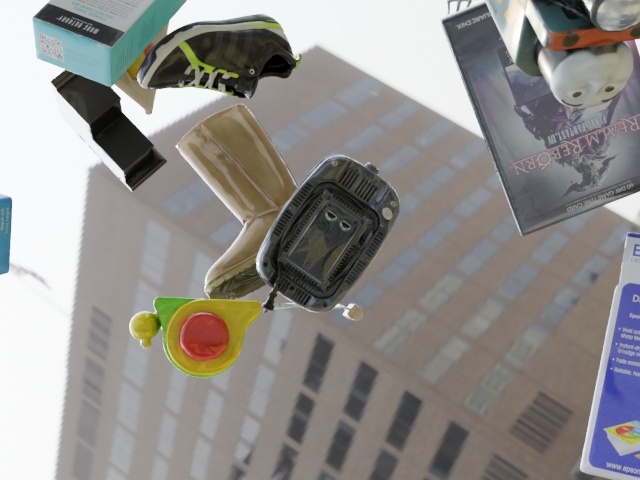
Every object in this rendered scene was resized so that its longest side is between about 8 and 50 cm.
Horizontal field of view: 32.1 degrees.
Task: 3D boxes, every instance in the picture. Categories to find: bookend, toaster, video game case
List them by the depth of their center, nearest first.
[{"bbox_3d":[0.276,-0.163,1.279,0.196,0.274,0.026,-21,15,6],"label":"video game case"},{"bbox_3d":[0.000,0.000,1.420,0.227,0.129,0.146,-57,4,-2],"label":"toaster"},{"bbox_3d":[-0.299,-0.167,1.586,0.072,0.156,0.157,-43,-5,-14],"label":"bookend"}]

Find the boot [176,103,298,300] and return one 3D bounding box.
[{"bbox_3d":[-0.138,-0.058,1.708,0.236,0.269,0.089,-29,-24,-23],"label":"boot"}]

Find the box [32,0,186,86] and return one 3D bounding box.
[{"bbox_3d":[-0.223,-0.284,1.288,0.060,0.101,0.244,100,-164,-49],"label":"box"}]

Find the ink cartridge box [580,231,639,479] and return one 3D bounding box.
[{"bbox_3d":[0.495,0.165,1.339,0.072,0.304,0.307,35,-113,-63],"label":"ink cartridge box"}]

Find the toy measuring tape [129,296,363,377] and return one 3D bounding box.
[{"bbox_3d":[-0.105,0.140,1.585,0.121,0.330,0.121,-178,90,-80],"label":"toy measuring tape"}]

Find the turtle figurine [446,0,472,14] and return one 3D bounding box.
[{"bbox_3d":[0.261,-0.342,1.522,0.118,0.175,0.234,-8,-68,-36],"label":"turtle figurine"}]

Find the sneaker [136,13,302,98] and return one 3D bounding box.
[{"bbox_3d":[-0.118,-0.224,1.412,0.235,0.097,0.084,-24,-17,-35],"label":"sneaker"}]

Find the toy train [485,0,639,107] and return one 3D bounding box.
[{"bbox_3d":[0.187,-0.265,0.936,0.142,0.334,0.190,-11,-37,-8],"label":"toy train"}]

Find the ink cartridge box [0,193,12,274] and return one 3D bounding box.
[{"bbox_3d":[-0.419,-0.005,1.057,0.203,0.148,0.085,-19,-59,-60],"label":"ink cartridge box"}]

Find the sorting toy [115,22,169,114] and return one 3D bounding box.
[{"bbox_3d":[-0.256,-0.295,1.455,0.208,0.038,0.193,46,-136,-53],"label":"sorting toy"}]
